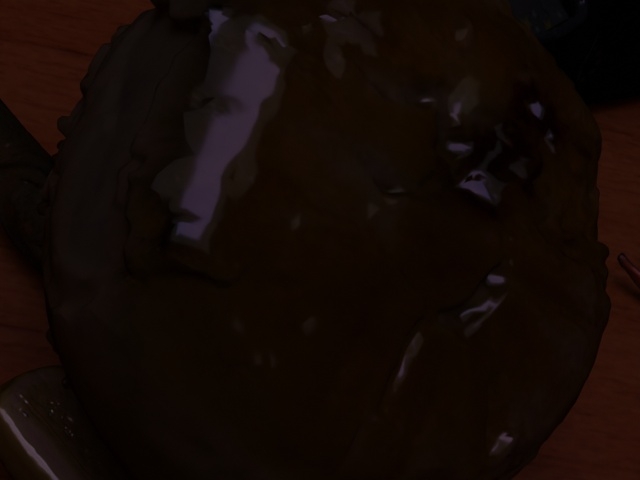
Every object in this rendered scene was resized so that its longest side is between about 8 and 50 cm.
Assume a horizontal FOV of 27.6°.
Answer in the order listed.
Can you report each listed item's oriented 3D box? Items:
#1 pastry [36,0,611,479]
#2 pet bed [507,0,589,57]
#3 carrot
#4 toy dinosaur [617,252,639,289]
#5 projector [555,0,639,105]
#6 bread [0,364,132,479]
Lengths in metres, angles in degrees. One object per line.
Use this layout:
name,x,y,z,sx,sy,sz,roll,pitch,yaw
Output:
pastry,0.000,0.000,0.859,0.409,0.245,0.410,5,79,-29
pet bed,0.107,-0.152,1.076,0.159,0.211,0.183,26,48,-7
carrot,-0.229,-0.049,0.994,0.070,0.070,0.342,-27,62,-31
toy dinosaur,0.348,0.098,1.030,0.055,0.101,0.279,-13,46,-42
projector,0.311,-0.370,1.285,0.395,0.242,0.405,-13,56,-23
bread,-0.172,0.141,0.861,0.115,0.056,0.082,44,41,8
